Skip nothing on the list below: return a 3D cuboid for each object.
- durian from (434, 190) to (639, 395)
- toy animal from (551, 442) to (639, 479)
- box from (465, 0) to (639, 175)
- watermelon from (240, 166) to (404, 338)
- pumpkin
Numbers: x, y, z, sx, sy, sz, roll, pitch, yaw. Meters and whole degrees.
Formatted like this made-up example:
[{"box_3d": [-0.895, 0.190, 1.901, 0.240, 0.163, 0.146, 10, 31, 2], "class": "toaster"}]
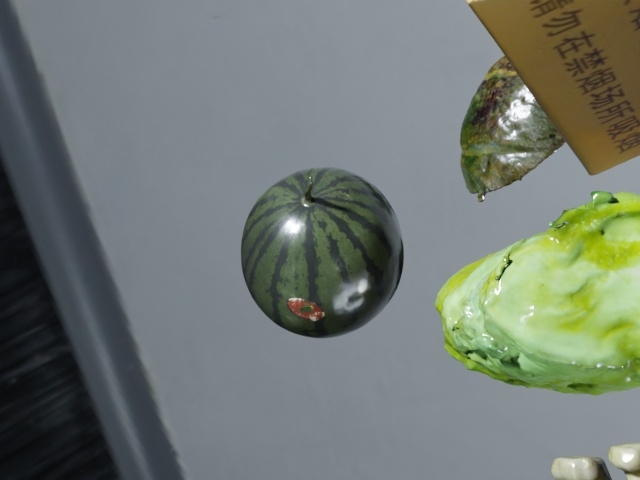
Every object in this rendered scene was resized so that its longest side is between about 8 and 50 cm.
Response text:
[{"box_3d": [0.267, 0.063, 1.472, 0.340, 0.256, 0.204, 146, 125, -74], "class": "durian"}, {"box_3d": [0.199, 0.209, 0.856, 0.121, 0.233, 0.168, -2, 100, 35], "class": "toy animal"}, {"box_3d": [0.162, -0.117, 0.419, 0.237, 0.152, 0.070, -23, 65, 16], "class": "box"}, {"box_3d": [0.000, 0.000, 0.871, 0.105, 0.105, 0.133, 24, 148, 23], "class": "watermelon"}, {"box_3d": [0.254, -0.159, 1.665, 0.278, 0.163, 0.111, -27, 114, 37], "class": "pumpkin"}]
